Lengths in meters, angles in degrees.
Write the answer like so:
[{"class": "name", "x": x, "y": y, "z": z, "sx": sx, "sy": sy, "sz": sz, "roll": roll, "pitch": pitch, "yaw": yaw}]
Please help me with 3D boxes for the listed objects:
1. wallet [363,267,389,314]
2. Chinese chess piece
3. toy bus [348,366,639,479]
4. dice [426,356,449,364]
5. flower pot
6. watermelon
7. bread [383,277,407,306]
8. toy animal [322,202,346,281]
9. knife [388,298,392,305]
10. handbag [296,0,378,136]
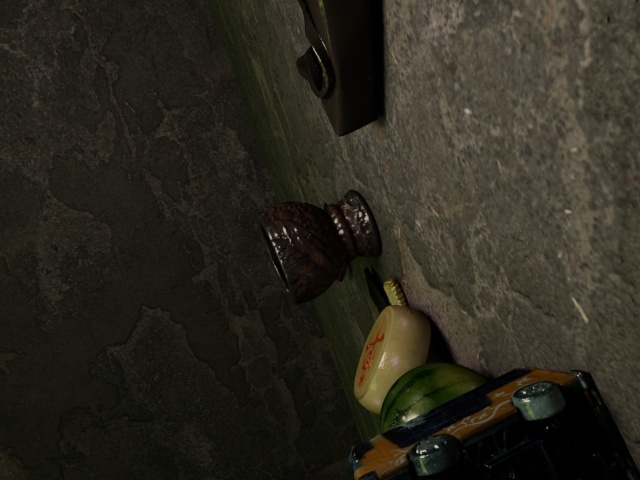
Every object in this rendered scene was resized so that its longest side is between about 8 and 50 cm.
[{"class": "wallet", "x": 0.178, "y": 0.193, "z": 1.304, "sx": 0.244, "sy": 0.025, "sz": 0.124, "roll": -111, "pitch": 3, "yaw": -49}, {"class": "Chinese chess piece", "x": 0.161, "y": 0.269, "z": 1.061, "sx": 0.251, "sy": 0.097, "sz": 0.251, "roll": -158, "pitch": 90, "yaw": -89}, {"class": "toy bus", "x": 0.208, "y": 0.302, "z": 0.623, "sx": 0.194, "sy": 0.323, "sz": 0.162, "roll": 112, "pitch": 135, "yaw": -79}, {"class": "dice", "x": 0.258, "y": 0.325, "z": 1.051, "sx": 0.093, "sy": 0.091, "sz": 0.094, "roll": -145, "pitch": 35, "yaw": -72}, {"class": "flower pot", "x": 0.000, "y": 0.000, "z": 1.221, "sx": 0.266, "sy": 0.266, "sz": 0.267, "roll": 157, "pitch": 90, "yaw": -78}, {"class": "watermelon", "x": 0.224, "y": 0.341, "z": 0.835, "sx": 0.242, "sy": 0.242, "sz": 0.243, "roll": 158, "pitch": 90, "yaw": -80}, {"class": "bread", "x": 0.191, "y": 0.135, "z": 1.170, "sx": 0.088, "sy": 0.033, "sz": 0.049, "roll": 64, "pitch": 155, "yaw": 0}, {"class": "toy animal", "x": 0.036, "y": 0.028, "z": 1.581, "sx": 0.324, "sy": 0.090, "sz": 0.195, "roll": 90, "pitch": 156, "yaw": -69}, {"class": "knife", "x": 0.218, "y": 0.236, "z": 1.299, "sx": 0.044, "sy": 0.019, "sz": 0.313, "roll": 54, "pitch": 165, "yaw": 51}, {"class": "handbag", "x": 0.015, "y": -0.367, "z": 0.839, "sx": 0.286, "sy": 0.113, "sz": 0.257, "roll": 79, "pitch": 172, "yaw": -47}]
